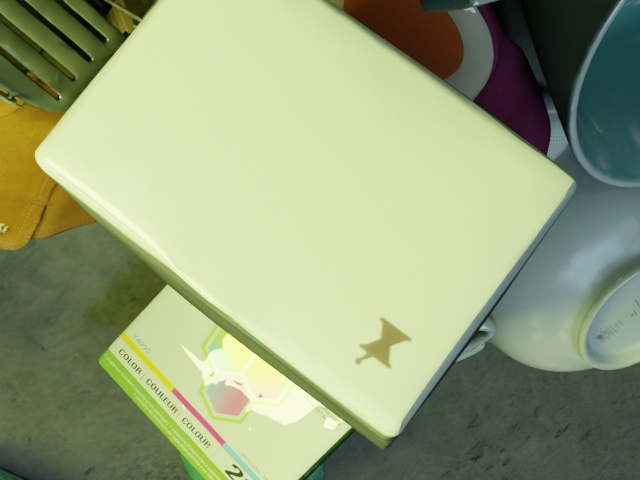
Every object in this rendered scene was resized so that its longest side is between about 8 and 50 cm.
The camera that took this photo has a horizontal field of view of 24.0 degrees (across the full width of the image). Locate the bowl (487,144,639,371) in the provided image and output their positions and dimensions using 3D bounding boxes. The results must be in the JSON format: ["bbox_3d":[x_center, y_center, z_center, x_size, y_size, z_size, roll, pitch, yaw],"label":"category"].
[{"bbox_3d":[0.278,0.029,1.462,0.298,0.134,0.297,-18,136,-19],"label":"bowl"}]

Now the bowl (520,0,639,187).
[{"bbox_3d":[0.276,-0.208,1.156,0.312,0.163,0.311,-23,146,-17],"label":"bowl"}]

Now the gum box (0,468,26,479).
[{"bbox_3d":[-0.335,0.265,1.343,0.157,0.041,0.184,-37,148,5],"label":"gum box"}]

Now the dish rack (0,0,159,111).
[{"bbox_3d":[-0.117,-0.203,0.802,0.271,0.074,0.208,-51,126,-3],"label":"dish rack"}]

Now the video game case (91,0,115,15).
[{"bbox_3d":[-0.043,-0.226,0.968,0.248,0.035,0.275,-39,148,8],"label":"video game case"}]

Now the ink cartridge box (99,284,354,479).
[{"bbox_3d":[-0.022,0.069,1.213,0.255,0.189,0.097,-47,172,18],"label":"ink cartridge box"}]

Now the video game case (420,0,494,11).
[{"bbox_3d":[0.149,-0.293,0.883,0.244,0.061,0.269,-19,104,-25],"label":"video game case"}]

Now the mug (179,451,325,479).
[{"bbox_3d":[-0.057,0.228,1.491,0.129,0.097,0.157,-35,147,1],"label":"mug"}]

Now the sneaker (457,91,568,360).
[{"bbox_3d":[0.128,0.011,1.308,0.292,0.169,0.108,-37,146,2],"label":"sneaker"}]

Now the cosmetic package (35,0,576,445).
[{"bbox_3d":[0.000,0.000,0.950,0.161,0.230,0.453,-52,174,-5],"label":"cosmetic package"}]

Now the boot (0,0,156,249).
[{"bbox_3d":[-0.230,-0.073,0.944,0.295,0.104,0.211,2,143,-33],"label":"boot"}]

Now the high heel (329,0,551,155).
[{"bbox_3d":[0.089,-0.155,1.124,0.127,0.181,0.377,-1,145,17],"label":"high heel"}]
